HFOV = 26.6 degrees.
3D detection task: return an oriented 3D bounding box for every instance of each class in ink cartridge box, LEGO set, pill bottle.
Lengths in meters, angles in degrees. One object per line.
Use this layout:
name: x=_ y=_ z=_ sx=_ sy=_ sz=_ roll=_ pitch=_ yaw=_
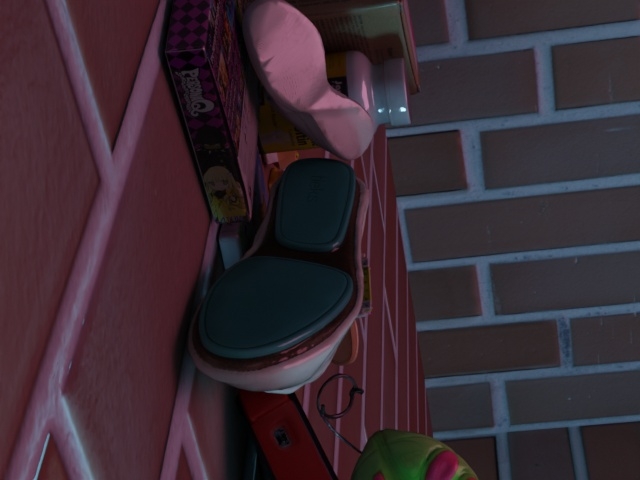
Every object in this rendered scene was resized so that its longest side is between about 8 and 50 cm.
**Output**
ink cartridge box: x=0.007 y=-0.240 z=1.544 sx=0.235 sy=0.193 sz=0.088 roll=65 pitch=20 yaw=-69
LEGO set: x=0.000 y=0.000 z=1.632 sx=0.132 sy=0.107 sz=0.287 roll=39 pitch=46 yaw=-80
pill bottle: x=0.005 y=-0.155 z=1.496 sx=0.103 sy=0.184 sz=0.103 roll=-6 pitch=90 yaw=-83

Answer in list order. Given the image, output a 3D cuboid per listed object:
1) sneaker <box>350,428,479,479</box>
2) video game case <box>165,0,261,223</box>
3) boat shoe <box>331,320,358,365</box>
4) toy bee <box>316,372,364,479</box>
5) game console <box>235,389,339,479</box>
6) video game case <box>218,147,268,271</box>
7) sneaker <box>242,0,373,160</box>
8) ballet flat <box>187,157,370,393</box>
sneaker: x=0.175 y=0.411 z=1.488 sx=0.202 sy=0.185 sz=0.483 roll=-114 pitch=-177 yaw=-81
video game case: x=-0.096 y=-0.169 z=1.287 sx=0.210 sy=0.042 sz=0.232 roll=78 pitch=9 yaw=-45
boat shoe: x=0.009 y=0.090 z=1.826 sx=0.059 sy=0.063 sz=0.170 roll=-29 pitch=104 yaw=-79
toy bee: x=0.062 y=0.336 z=1.642 sx=0.195 sy=0.162 sz=0.298 roll=-43 pitch=134 yaw=-21
game console: x=0.037 y=0.332 z=1.325 sx=0.386 sy=0.060 sz=0.342 roll=62 pitch=-3 yaw=29
video game case: x=-0.066 y=0.035 z=1.426 sx=0.193 sy=0.023 sz=0.212 roll=-84 pitch=166 yaw=-58
sneaker: x=-0.033 y=-0.162 z=1.365 sx=0.080 sy=0.094 sz=0.212 roll=-50 pitch=133 yaw=-15
ballet flat: x=-0.024 y=0.057 z=1.265 sx=0.400 sy=0.139 sz=0.139 roll=-69 pitch=153 yaw=-61
